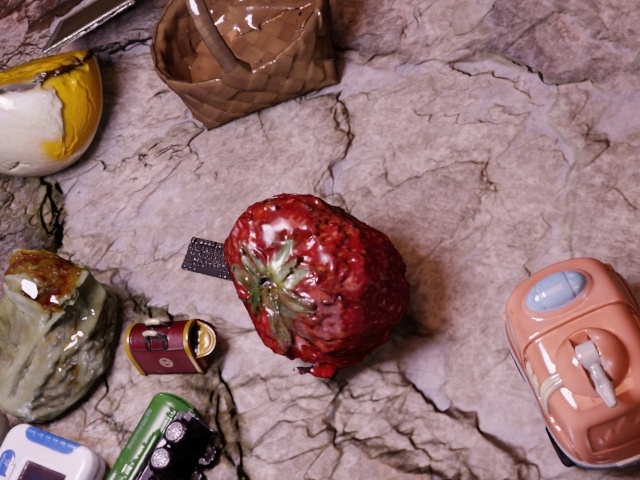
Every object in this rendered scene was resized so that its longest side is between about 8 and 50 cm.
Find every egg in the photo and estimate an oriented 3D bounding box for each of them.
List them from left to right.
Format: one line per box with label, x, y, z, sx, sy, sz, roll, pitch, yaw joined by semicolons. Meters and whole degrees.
egg;-0.536;-0.215;1.933;0.336;0.201;0.337;-12;16;4

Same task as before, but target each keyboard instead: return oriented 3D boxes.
keyboard;-0.140;0.036;1.717;0.195;0.018;0.060;11;70;31

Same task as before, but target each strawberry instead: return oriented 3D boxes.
strawberry;0.006;0.053;1.510;0.274;0.274;0.220;28;41;35

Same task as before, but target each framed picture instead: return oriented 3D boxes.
framed picture;-0.433;-0.444;2.069;0.217;0.017;0.274;-29;23;9

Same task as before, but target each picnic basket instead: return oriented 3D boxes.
picnic basket;-0.157;-0.390;1.794;0.337;0.337;0.293;-18;56;15

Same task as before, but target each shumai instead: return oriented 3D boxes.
shumai;-0.459;0.141;1.684;0.225;0.222;0.261;24;78;32

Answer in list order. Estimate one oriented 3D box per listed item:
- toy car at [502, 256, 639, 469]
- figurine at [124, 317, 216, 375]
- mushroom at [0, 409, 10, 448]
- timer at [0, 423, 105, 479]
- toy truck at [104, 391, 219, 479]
toy car;0.327;0.137;1.310;0.180;0.212;0.271;-26;53;10
figurine;-0.229;0.150;1.642;0.154;0.098;0.082;-6;55;25
mushroom;-0.573;0.304;1.700;0.247;0.108;0.096;-2;75;43
timer;-0.439;0.416;1.595;0.178;0.078;0.253;14;68;30
toy truck;-0.245;0.339;1.536;0.125;0.101;0.243;13;65;36
